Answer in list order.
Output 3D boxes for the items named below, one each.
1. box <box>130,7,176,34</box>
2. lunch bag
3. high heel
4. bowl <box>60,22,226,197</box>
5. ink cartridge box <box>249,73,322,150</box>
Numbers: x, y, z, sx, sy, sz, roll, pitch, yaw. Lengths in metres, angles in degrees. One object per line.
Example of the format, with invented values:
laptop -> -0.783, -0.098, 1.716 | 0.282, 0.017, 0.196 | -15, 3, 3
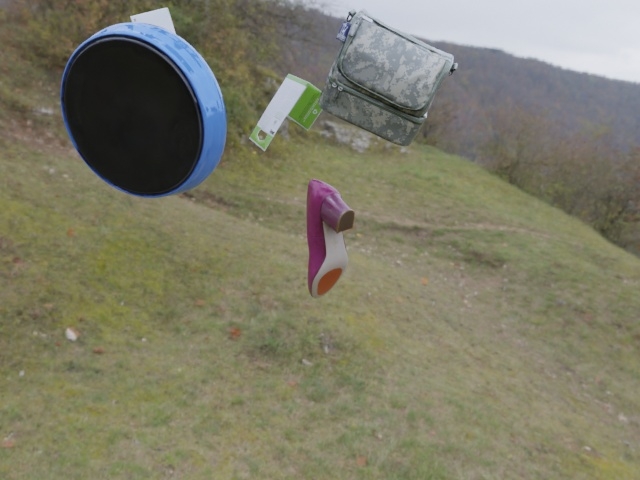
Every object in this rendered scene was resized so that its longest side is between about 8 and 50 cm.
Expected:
box -> -0.436, -0.544, 1.532 | 0.101, 0.101, 0.087 | -18, -3, -11
lunch bag -> 0.170, -0.435, 1.520 | 0.305, 0.256, 0.212 | 26, 41, -3
high heel -> 0.000, 0.000, 1.763 | 0.127, 0.377, 0.181 | -12, 45, -36
bowl -> -0.400, -0.274, 1.278 | 0.392, 0.390, 0.077 | 14, 29, 13
ink cartridge box -> -0.109, -0.401, 1.893 | 0.097, 0.255, 0.189 | 29, 9, -32
